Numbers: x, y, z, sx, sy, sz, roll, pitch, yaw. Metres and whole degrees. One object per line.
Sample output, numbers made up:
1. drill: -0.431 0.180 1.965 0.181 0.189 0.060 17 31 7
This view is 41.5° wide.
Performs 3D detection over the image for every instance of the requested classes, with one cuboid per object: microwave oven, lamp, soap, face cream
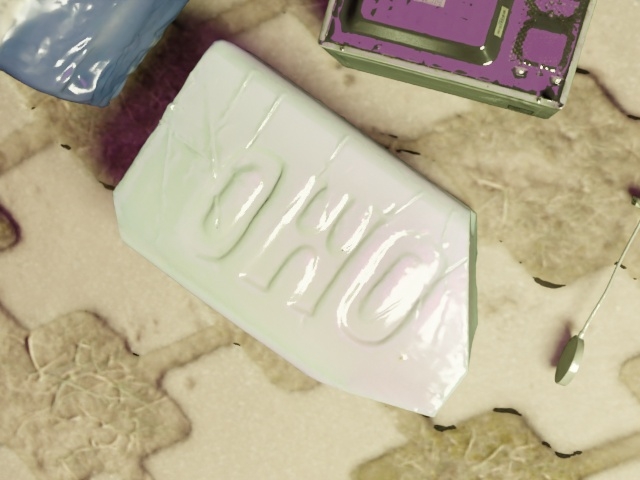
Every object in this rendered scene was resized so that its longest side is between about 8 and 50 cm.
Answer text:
1. microwave oven: 0.120 -0.192 0.722 0.205 0.163 0.129 16 96 7
2. lamp: 0.278 0.052 0.788 0.056 0.050 0.198 24 98 1
3. soap: 0.000 0.000 0.781 0.347 0.115 0.208 36 100 1
4. face cream: -0.220 -0.267 0.707 0.249 0.249 0.225 42 102 0
